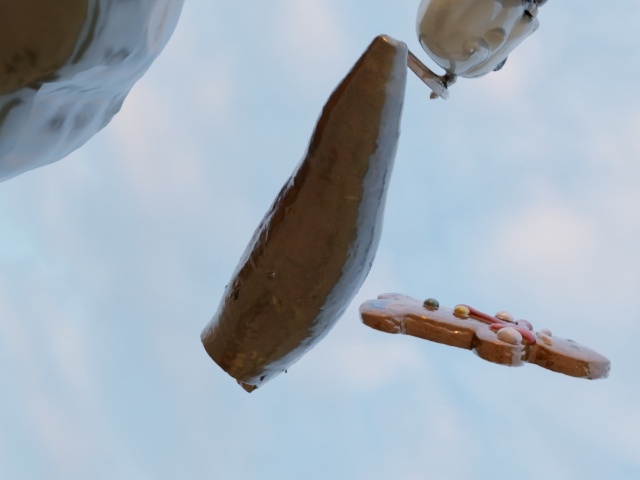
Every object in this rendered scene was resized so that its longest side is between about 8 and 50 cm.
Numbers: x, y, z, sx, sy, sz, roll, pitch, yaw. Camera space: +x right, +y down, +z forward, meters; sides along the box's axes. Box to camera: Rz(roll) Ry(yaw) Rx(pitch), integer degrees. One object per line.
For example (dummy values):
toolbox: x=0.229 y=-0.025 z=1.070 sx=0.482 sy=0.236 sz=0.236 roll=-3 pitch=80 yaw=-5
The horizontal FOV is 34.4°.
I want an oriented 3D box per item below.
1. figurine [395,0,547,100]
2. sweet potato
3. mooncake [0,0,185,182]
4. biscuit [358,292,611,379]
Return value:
figurine: x=0.116 y=-0.181 z=0.790 sx=0.154 sy=0.132 sz=0.132 roll=-49 pitch=-120 yaw=13
sweet potato: x=0.000 y=0.000 z=0.585 sx=0.077 sy=0.077 sz=0.244 roll=50 pitch=-56 yaw=28
mooncake: x=-0.272 y=-0.212 z=0.662 sx=0.378 sy=0.201 sz=0.379 roll=1 pitch=-79 yaw=3
biscuit: x=0.219 y=0.118 z=1.348 sx=0.323 sy=0.205 sz=0.049 roll=17 pitch=-83 yaw=13
